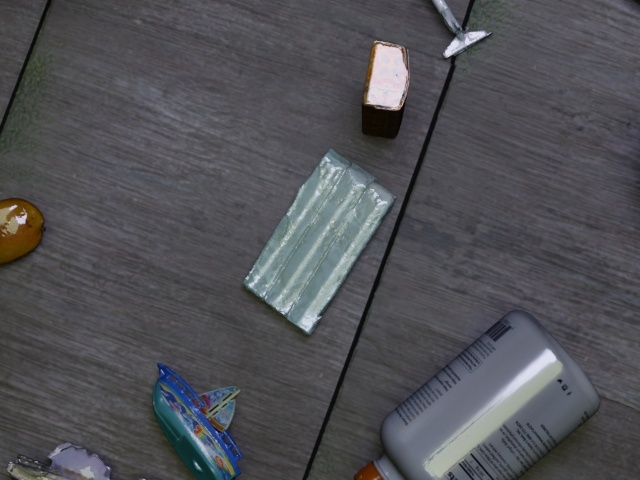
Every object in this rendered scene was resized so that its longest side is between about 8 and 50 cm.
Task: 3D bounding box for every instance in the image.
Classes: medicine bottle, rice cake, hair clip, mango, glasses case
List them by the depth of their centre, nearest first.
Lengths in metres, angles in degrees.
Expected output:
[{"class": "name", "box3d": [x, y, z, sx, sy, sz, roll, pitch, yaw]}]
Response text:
[{"class": "glasses case", "box3d": [0.079, -0.174, 1.369, 0.049, 0.218, 0.075, 11, 87, 3]}, {"class": "medicine bottle", "box3d": [0.178, 0.227, 1.372, 0.289, 0.157, 0.157, -40, 86, 0]}, {"class": "hair clip", "box3d": [-0.254, 0.333, 1.429, 0.292, 0.084, 0.106, 20, 93, 9]}, {"class": "rice cake", "box3d": [0.000, 0.000, 1.452, 0.124, 0.038, 0.211, 37, 88, 4]}, {"class": "mango", "box3d": [-0.406, -0.010, 1.462, 0.114, 0.060, 0.080, -20, 102, -1]}]

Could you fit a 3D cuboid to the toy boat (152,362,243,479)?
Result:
[{"class": "toy boat", "box3d": [-0.143, 0.217, 1.436, 0.110, 0.091, 0.175, -34, 81, -33]}]

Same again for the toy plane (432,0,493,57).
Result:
[{"class": "toy plane", "box3d": [0.101, -0.358, 1.438, 0.182, 0.107, 0.273, -14, 90, 7]}]
